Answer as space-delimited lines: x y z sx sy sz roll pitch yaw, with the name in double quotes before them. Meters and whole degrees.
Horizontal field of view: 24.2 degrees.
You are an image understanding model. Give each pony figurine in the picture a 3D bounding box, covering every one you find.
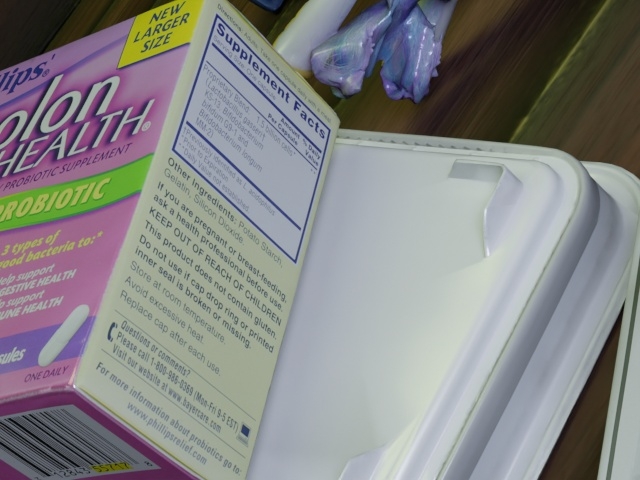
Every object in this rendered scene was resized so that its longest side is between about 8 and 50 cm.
"pony figurine" 0.097 -0.265 0.990 0.363 0.303 0.351 -58 6 34

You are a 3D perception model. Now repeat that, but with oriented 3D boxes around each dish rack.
"dish rack" -0.013 0.050 0.802 0.333 0.072 0.285 9 64 48

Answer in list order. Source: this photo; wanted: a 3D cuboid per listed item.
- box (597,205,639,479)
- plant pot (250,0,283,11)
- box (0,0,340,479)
"box" 0.183 0.045 0.492 0.169 0.087 0.290 -33 28 43
"plant pot" -0.059 -0.389 1.531 0.212 0.236 0.236 -27 33 61
"box" -0.128 0.018 0.786 0.213 0.117 0.243 -14 47 36
